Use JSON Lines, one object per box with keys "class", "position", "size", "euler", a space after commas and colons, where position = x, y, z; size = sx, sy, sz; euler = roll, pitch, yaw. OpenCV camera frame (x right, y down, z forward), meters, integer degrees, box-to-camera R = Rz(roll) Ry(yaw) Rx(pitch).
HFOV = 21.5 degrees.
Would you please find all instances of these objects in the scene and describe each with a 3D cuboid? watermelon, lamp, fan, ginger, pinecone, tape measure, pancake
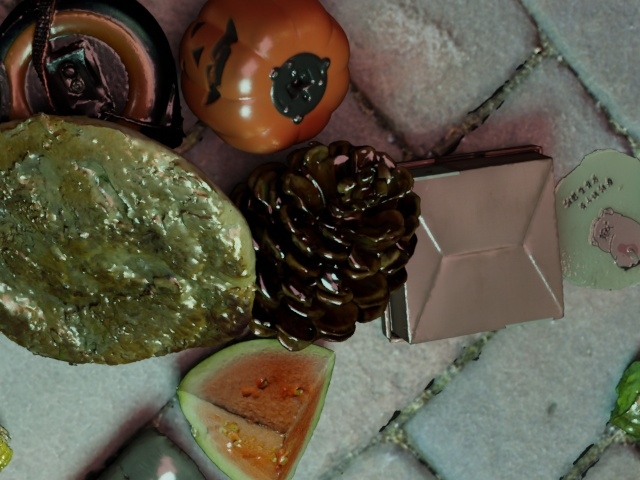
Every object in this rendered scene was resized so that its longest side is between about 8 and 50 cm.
{"class": "watermelon", "position": [-0.068, 0.212, 1.957], "size": [0.193, 0.137, 0.145], "euler": [-11, 139, -15]}
{"class": "lamp", "position": [-0.066, -0.193, 1.841], "size": [0.188, 0.164, 0.187], "euler": [-20, 126, -30]}
{"class": "fan", "position": [0.396, 0.029, 2.101], "size": [0.182, 0.010, 0.310], "euler": [-42, 109, -6]}
{"class": "ginger", "position": [0.486, 0.250, 2.134], "size": [0.290, 0.089, 0.137], "euler": [45, 67, -16]}
{"class": "pinecone", "position": [0.000, 0.000, 1.854], "size": [0.224, 0.272, 0.224], "euler": [15, 60, -28]}
{"class": "tape measure", "position": [-0.253, -0.165, 1.796], "size": [0.202, 0.135, 0.223], "euler": [-24, 109, 4]}
{"class": "pancake", "position": [-0.233, 0.004, 1.778], "size": [0.356, 0.065, 0.356], "euler": [10, 134, 11]}

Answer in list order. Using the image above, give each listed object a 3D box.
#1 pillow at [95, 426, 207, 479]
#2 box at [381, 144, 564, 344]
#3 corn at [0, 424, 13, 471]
{"class": "pillow", "position": [-0.157, 0.389, 1.958], "size": [0.228, 0.101, 0.326], "euler": [-46, 108, -3]}
{"class": "box", "position": [0.176, 0.007, 1.989], "size": [0.215, 0.086, 0.215], "euler": [-8, 103, -15]}
{"class": "corn", "position": [-0.434, 0.266, 1.864], "size": [0.203, 0.072, 0.072], "euler": [-31, 108, -8]}
